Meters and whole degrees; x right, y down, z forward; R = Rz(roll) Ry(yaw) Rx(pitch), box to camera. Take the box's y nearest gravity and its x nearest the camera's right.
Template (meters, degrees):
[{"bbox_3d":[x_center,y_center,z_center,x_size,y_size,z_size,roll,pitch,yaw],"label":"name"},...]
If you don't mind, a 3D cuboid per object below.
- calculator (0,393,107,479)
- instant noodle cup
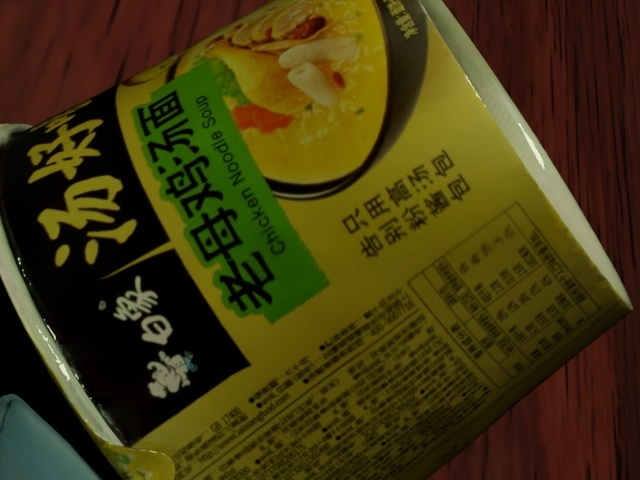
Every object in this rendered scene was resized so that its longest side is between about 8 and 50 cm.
[{"bbox_3d":[-0.042,0.122,0.392,0.210,0.039,0.121,48,30,-26],"label":"calculator"},{"bbox_3d":[0.000,0.000,0.461,0.151,0.122,0.151,51,11,-14],"label":"instant noodle cup"}]
